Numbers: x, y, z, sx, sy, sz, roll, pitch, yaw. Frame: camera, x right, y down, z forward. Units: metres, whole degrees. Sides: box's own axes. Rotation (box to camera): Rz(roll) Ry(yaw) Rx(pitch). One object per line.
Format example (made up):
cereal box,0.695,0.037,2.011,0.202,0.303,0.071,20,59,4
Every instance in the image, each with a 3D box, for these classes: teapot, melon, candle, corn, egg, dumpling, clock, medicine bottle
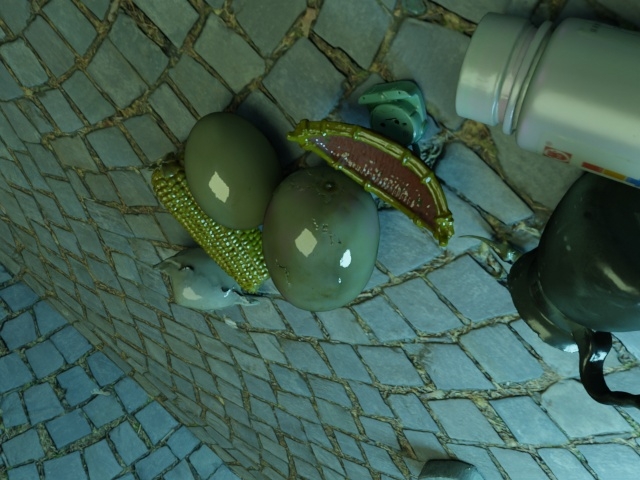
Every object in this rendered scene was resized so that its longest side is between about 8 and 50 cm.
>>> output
teapot,0.421,0.076,0.842,0.305,0.224,0.285,55,155,17
melon,0.000,0.000,1.118,0.223,0.223,0.316,25,141,19
candle,0.358,0.670,1.620,0.169,0.068,0.192,21,135,25
corn,-0.232,-0.042,1.343,0.144,0.144,0.387,-19,117,48
egg,-0.171,-0.135,1.157,0.186,0.186,0.241,-4,115,42
dumpling,-0.300,0.119,1.561,0.243,0.175,0.227,54,172,3
clock,0.127,-0.193,0.967,0.101,0.041,0.135,0,128,40
medicine bottle,0.325,-0.174,0.718,0.293,0.170,0.170,22,139,20

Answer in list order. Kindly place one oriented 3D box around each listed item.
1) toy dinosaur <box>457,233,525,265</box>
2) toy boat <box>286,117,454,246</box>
toy dinosaur,0.330,0.020,1.017,0.180,0.037,0.058,34,137,6
toy boat,0.096,-0.115,0.966,0.318,0.099,0.141,35,149,6
